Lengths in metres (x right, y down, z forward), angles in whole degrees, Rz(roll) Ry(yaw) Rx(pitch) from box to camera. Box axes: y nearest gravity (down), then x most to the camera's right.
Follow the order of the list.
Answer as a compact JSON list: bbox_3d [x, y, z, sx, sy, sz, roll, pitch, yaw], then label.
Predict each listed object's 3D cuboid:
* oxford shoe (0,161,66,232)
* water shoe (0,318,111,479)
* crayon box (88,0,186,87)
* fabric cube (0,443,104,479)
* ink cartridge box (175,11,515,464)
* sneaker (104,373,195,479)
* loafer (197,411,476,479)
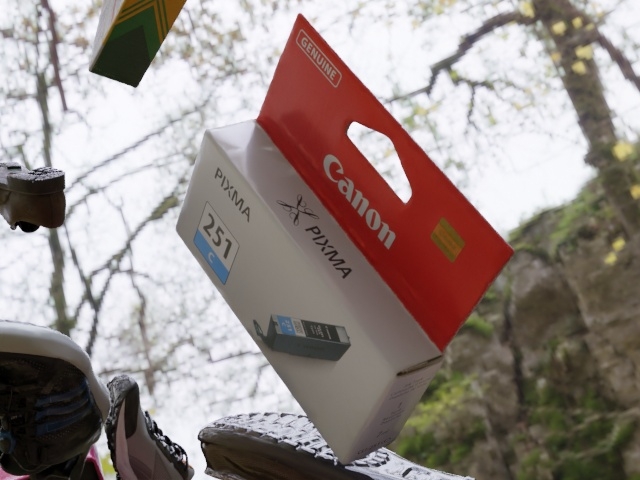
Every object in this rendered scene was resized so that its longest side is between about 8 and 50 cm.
[{"bbox_3d":[-0.432,-0.057,1.603,0.083,0.096,0.227,-20,24,-39],"label":"oxford shoe"},{"bbox_3d":[-0.183,0.110,0.741,0.073,0.080,0.203,5,-22,12],"label":"water shoe"},{"bbox_3d":[-0.233,-0.397,1.654,0.083,0.203,0.323,18,-37,-20],"label":"crayon box"},{"bbox_3d":[-0.385,0.388,1.478,0.259,0.254,0.258,-16,11,-12],"label":"fabric cube"},{"bbox_3d":[0.000,0.000,0.986,0.066,0.296,0.261,-18,-32,-36],"label":"ink cartridge box"},{"bbox_3d":[-0.231,0.286,1.553,0.108,0.100,0.272,-14,-56,-10],"label":"sneaker"},{"bbox_3d":[0.036,0.263,1.076,0.366,0.130,0.134,18,7,24],"label":"loafer"}]
